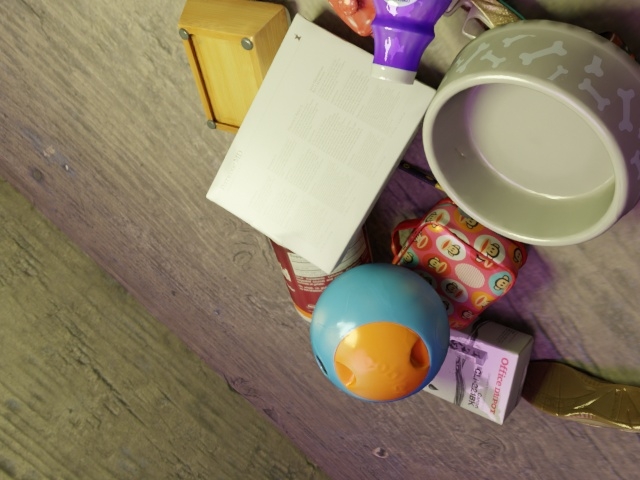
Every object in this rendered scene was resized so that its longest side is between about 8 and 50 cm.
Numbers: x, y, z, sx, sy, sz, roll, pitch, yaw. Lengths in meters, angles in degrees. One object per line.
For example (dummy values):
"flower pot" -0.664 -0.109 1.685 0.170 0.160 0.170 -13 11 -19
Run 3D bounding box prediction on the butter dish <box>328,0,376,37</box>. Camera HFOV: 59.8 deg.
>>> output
"butter dish" 0.069 -0.393 0.876 0.160 0.118 0.160 46 144 -11

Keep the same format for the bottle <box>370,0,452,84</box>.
"bottle" 0.130 -0.365 0.774 0.118 0.092 0.282 22 113 25

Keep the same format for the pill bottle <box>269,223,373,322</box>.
"pill bottle" 0.000 0.000 1.301 0.224 0.224 0.392 15 139 30

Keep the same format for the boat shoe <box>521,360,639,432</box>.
"boat shoe" 0.611 0.369 1.271 0.110 0.121 0.341 32 166 -34

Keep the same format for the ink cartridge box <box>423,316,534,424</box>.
"ink cartridge box" 0.348 0.287 1.346 0.273 0.114 0.197 18 115 31

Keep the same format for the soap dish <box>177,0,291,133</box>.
"soap dish" -0.157 -0.341 1.141 0.229 0.118 0.290 19 143 25

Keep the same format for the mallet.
"mallet" 0.235 -0.104 1.112 0.190 0.062 0.039 25 145 18

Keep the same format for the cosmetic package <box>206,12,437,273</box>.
"cosmetic package" -0.002 -0.172 1.031 0.284 0.097 0.377 32 105 6

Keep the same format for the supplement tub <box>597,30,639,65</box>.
"supplement tub" 0.428 -0.192 0.800 0.198 0.106 0.106 46 145 -13

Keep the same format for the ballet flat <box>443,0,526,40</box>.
"ballet flat" 0.220 -0.343 0.817 0.206 0.067 0.073 44 -169 6

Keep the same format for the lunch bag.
"lunch bag" 0.268 0.049 1.209 0.258 0.120 0.293 35 146 5

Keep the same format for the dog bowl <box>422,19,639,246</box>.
"dog bowl" 0.305 -0.135 0.816 0.349 0.102 0.348 32 153 19

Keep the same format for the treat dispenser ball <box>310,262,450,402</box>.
"treat dispenser ball" 0.123 0.189 1.162 0.288 0.288 0.288 24 143 19
